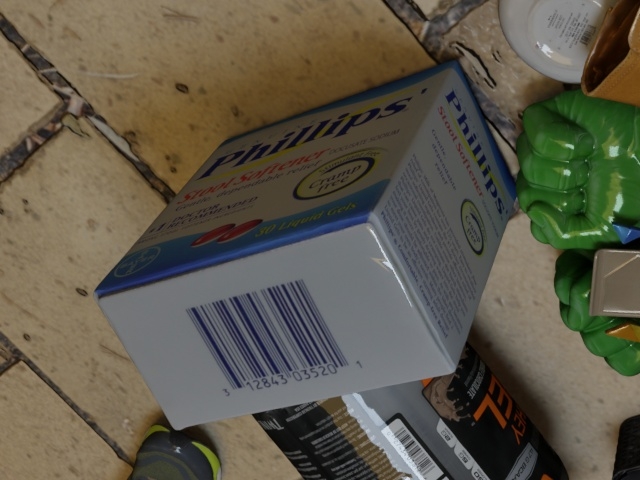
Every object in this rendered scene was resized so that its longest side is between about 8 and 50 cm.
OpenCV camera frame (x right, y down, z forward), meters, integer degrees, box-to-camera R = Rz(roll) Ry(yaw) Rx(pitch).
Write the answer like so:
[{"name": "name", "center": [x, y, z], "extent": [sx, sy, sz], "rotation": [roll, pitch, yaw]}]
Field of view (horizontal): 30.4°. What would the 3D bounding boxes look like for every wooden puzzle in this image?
[{"name": "wooden puzzle", "center": [0.264, 0.036, 0.991], "extent": [0.078, 0.014, 0.116], "rotation": [6, 122, 0]}]

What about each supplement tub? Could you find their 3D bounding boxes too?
[{"name": "supplement tub", "center": [0.098, 0.205, 1.135], "extent": [0.207, 0.207, 0.338], "rotation": [-33, 100, 33]}]

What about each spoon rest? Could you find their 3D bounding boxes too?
[{"name": "spoon rest", "center": [0.233, -0.230, 0.917], "extent": [0.137, 0.084, 0.276], "rotation": [28, 140, 3]}]

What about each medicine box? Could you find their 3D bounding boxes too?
[{"name": "medicine box", "center": [0.000, 0.000, 1.006], "extent": [0.263, 0.289, 0.149], "rotation": [-16, 114, 28]}]

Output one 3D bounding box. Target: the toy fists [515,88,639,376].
[{"name": "toy fists", "center": [0.257, -0.002, 1.030], "extent": [0.142, 0.096, 0.279], "rotation": [-12, 117, 27]}]

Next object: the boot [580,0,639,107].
[{"name": "boot", "center": [0.331, -0.184, 0.830], "extent": [0.211, 0.104, 0.295], "rotation": [10, 138, -18]}]

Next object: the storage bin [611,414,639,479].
[{"name": "storage bin", "center": [0.385, 0.222, 1.130], "extent": [0.180, 0.084, 0.122], "rotation": [-24, 110, 30]}]

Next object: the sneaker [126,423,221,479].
[{"name": "sneaker", "center": [-0.202, 0.340, 1.401], "extent": [0.111, 0.121, 0.300], "rotation": [24, 126, 5]}]
